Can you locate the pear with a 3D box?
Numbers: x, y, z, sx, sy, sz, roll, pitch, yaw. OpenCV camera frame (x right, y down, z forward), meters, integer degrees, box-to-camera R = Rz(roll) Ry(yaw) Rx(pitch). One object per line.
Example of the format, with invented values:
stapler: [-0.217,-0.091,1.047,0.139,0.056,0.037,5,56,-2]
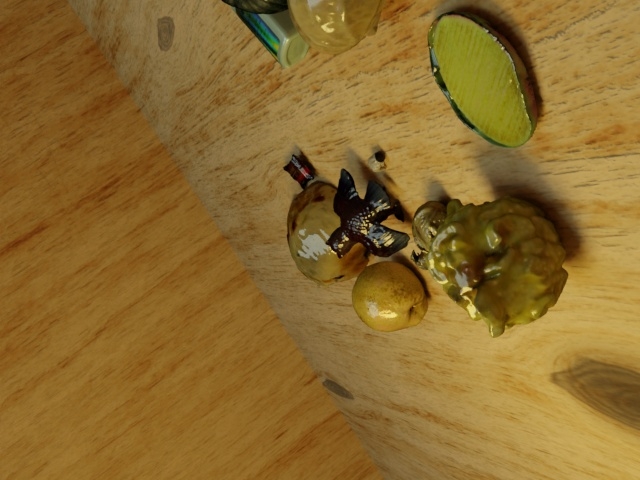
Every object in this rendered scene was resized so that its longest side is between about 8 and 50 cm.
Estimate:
pear: [0.164,0.131,2.074,0.178,0.178,0.178,49,163,20]

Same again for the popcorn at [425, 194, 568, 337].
popcorn: [0.274,0.034,1.438,0.235,0.217,0.181,40,157,11]

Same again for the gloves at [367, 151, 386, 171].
gloves: [0.114,-0.161,1.829,0.081,0.037,0.044,81,-174,-68]

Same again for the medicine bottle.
medicine bottle: [-0.115,-0.456,1.788,0.229,0.083,0.121,49,165,14]

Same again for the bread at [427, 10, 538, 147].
bread: [0.238,-0.236,1.320,0.228,0.033,0.228,50,163,22]

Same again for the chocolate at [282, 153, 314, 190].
chocolate: [-0.054,-0.174,2.287,0.086,0.028,0.182,47,165,1]

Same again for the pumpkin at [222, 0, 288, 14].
pumpkin: [-0.117,-0.492,1.509,0.250,0.216,0.249,15,142,12]

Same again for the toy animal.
toy animal: [0.079,-0.042,1.910,0.218,0.179,0.116,49,-171,15]

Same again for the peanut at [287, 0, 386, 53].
peanut: [0.014,-0.429,1.349,0.174,0.158,0.340,-111,4,-49]

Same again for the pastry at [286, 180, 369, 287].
pastry: [-0.004,-0.008,2.229,0.237,0.170,0.256,44,156,24]

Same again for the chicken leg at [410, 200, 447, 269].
chicken leg: [0.222,0.005,1.756,0.103,0.088,0.227,33,153,21]
